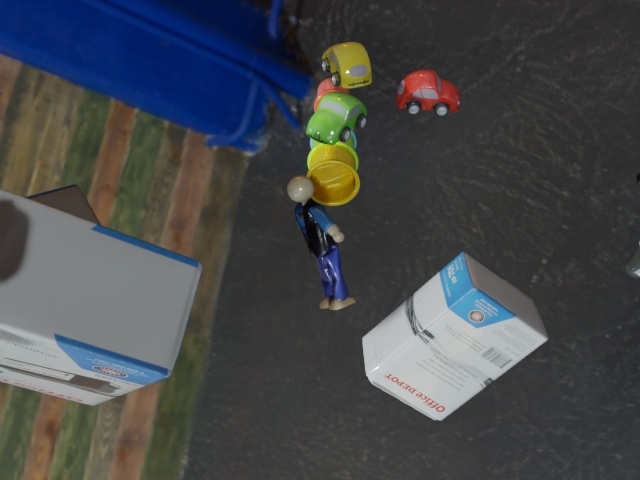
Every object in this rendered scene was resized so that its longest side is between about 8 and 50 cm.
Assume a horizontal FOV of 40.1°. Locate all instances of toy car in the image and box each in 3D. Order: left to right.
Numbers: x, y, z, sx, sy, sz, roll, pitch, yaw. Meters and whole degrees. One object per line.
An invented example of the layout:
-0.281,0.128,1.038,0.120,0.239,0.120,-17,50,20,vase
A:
0.061,-0.212,1.268,0.239,0.225,0.053,26,137,23,toy car

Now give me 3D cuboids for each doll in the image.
0.000,0.000,1.211,0.129,0.046,0.189,-2,106,69,doll

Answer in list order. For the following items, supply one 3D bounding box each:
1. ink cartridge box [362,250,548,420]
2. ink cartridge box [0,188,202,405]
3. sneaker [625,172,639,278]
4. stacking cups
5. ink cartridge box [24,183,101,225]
0.168,0.126,1.121,0.190,0.139,0.082,-43,29,26,ink cartridge box
-0.376,0.100,1.216,0.395,0.285,0.166,-29,44,59,ink cartridge box
0.546,-0.048,1.423,0.132,0.086,0.229,40,128,3,sneaker
0.024,-0.189,1.607,0.096,0.096,0.316,-42,25,28,stacking cups
-0.572,0.046,1.609,0.307,0.223,0.129,-36,84,37,ink cartridge box
